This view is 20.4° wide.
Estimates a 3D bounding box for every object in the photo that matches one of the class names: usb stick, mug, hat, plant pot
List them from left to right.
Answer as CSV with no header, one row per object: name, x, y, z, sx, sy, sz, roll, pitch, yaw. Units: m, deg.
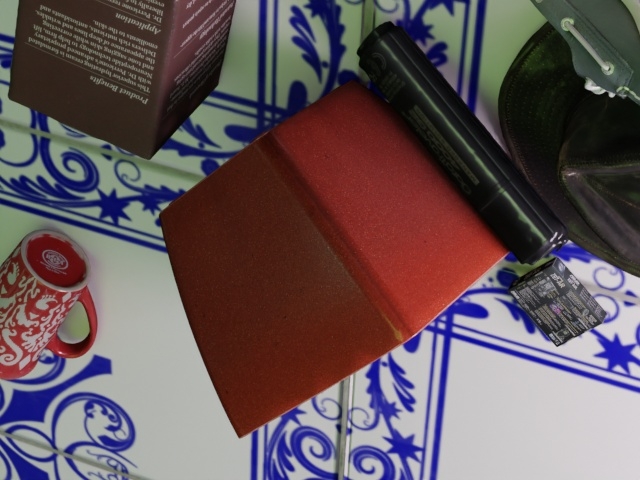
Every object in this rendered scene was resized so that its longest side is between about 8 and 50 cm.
mug,-0.336,0.071,2.123,0.169,0.150,0.113,-49,57,38
plant pot,0.000,0.000,1.785,0.267,0.267,0.236,-34,92,40
usb stick,0.137,-0.092,1.733,0.278,0.045,0.077,51,155,4
hat,0.305,-0.058,1.651,0.331,0.134,0.331,14,129,18

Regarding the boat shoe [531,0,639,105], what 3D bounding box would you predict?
boat shoe,0.267,-0.180,1.565,0.319,0.116,0.099,54,132,8

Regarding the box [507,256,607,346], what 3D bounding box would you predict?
box,0.245,0.064,1.847,0.083,0.018,0.067,47,131,-10

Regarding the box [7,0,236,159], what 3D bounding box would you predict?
box,-0.191,-0.226,1.767,0.168,0.167,0.203,24,131,10
